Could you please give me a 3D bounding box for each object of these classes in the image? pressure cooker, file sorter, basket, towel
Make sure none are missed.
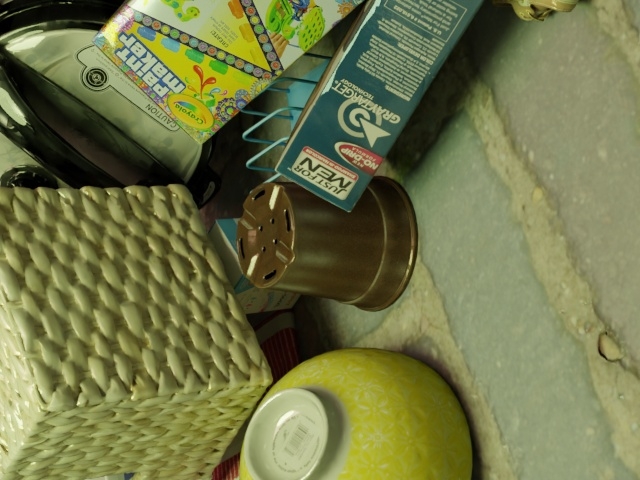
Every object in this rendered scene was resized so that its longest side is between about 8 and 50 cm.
[{"bbox_3d":[-0.310,-0.209,1.893,0.420,0.370,0.375,-94,6,-51],"label":"pressure cooker"},{"bbox_3d":[-0.034,-0.144,1.791,0.118,0.104,0.170,-28,63,49],"label":"file sorter"},{"bbox_3d":[-0.281,0.124,1.699,0.266,0.328,0.331,-55,50,41],"label":"basket"},{"bbox_3d":[-0.105,0.269,1.806,0.237,0.037,0.329,-35,45,30],"label":"towel"}]

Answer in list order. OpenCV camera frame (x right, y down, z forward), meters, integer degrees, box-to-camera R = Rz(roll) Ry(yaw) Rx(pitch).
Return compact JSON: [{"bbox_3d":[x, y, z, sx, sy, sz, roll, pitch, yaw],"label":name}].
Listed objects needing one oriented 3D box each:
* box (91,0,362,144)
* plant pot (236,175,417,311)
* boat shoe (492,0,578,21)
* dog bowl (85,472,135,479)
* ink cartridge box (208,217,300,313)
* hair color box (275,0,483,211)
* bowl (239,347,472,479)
[{"bbox_3d":[-0.078,-0.310,1.641,0.279,0.177,0.290,-38,16,28],"label":"box"},{"bbox_3d":[0.000,0.000,1.675,0.167,0.165,0.167,-7,82,54],"label":"plant pot"},{"bbox_3d":[0.226,-0.254,1.491,0.135,0.050,0.045,-139,57,-60],"label":"boat shoe"},{"bbox_3d":[-0.342,0.393,2.164,0.265,0.104,0.265,-10,78,54],"label":"dog bowl"},{"bbox_3d":[-0.078,0.031,1.806,0.090,0.143,0.092,57,132,28],"label":"ink cartridge box"},{"bbox_3d":[0.082,-0.219,1.571,0.347,0.105,0.174,-58,5,33],"label":"hair color box"},{"bbox_3d":[0.008,0.239,1.563,0.289,0.156,0.289,-18,58,31],"label":"bowl"}]
